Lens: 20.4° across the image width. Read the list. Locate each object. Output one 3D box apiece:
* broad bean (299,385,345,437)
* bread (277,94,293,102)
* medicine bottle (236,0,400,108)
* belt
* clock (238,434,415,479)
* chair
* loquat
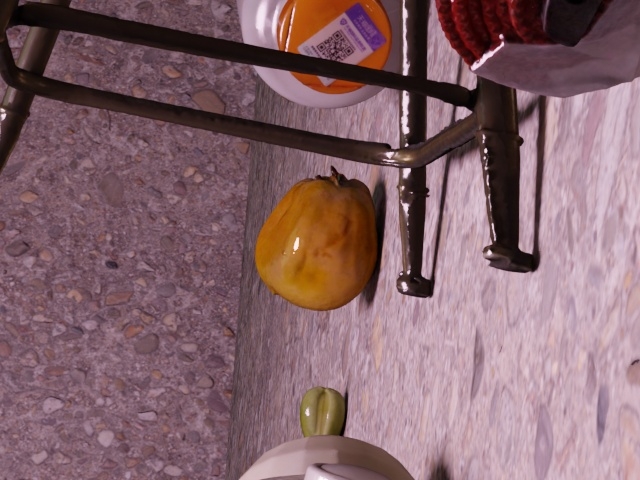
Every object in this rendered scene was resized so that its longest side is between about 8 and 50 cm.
[{"bbox_3d":[0.001,0.183,1.760,0.063,0.045,0.083,-89,0,-51],"label":"broad bean"},{"bbox_3d":[-0.004,-0.239,2.099,0.232,0.088,0.128,144,124,-73],"label":"bread"},{"bbox_3d":[0.003,-0.210,1.639,0.288,0.157,0.157,-105,23,-73],"label":"medicine bottle"},{"bbox_3d":[0.111,-0.151,0.718,0.201,0.128,0.124,106,170,-51],"label":"belt"},{"bbox_3d":[0.000,0.296,1.111,0.342,0.184,0.325,-161,82,-79],"label":"clock"},{"bbox_3d":[-0.036,-0.201,1.186,0.362,0.365,0.410,146,136,-82],"label":"chair"},{"bbox_3d":[0.000,0.000,1.667,0.137,0.113,0.137,-160,90,-90],"label":"loquat"}]
